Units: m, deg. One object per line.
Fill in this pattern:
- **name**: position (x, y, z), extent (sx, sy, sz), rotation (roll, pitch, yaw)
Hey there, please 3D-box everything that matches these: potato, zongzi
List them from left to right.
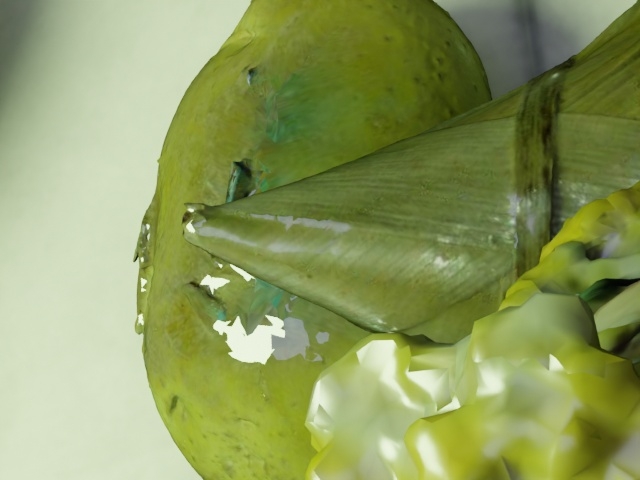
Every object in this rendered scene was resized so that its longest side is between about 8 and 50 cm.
- **potato**: position (0.000, 0.000, 0.736), extent (0.169, 0.143, 0.248), rotation (4, 79, 16)
- **zongzi**: position (0.111, -0.056, 0.641), extent (0.274, 0.125, 0.250), rotation (24, 82, -16)

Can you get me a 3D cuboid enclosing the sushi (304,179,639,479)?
- **sushi**: position (0.201, 0.057, 0.396), extent (0.396, 0.351, 0.240), rotation (-26, 92, 17)
